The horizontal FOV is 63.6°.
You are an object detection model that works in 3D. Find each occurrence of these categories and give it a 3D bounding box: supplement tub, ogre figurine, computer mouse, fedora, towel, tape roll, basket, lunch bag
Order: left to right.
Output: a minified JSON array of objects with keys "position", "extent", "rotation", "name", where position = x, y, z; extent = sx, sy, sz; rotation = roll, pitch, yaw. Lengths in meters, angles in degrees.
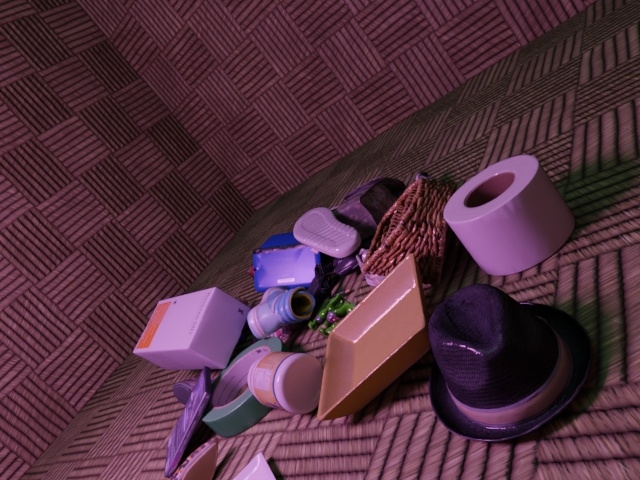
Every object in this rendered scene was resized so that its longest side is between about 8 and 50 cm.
[{"position":[-0.216,0.430,1.544],"extent":[0.321,0.077,0.321],"rotation":[-36,17,13],"name":"tape roll"},{"position":[-0.164,0.330,1.796],"extent":[0.197,0.029,0.144],"rotation":[-38,16,-3],"name":"towel"},{"position":[-0.090,0.359,1.322],"extent":[0.144,0.144,0.199],"rotation":[-49,18,-29],"name":"supplement tub"},{"position":[0.051,0.222,1.471],"extent":[0.118,0.096,0.197],"rotation":[-57,9,-17],"name":"ogre figurine"},{"position":[0.095,0.091,1.714],"extent":[0.261,0.060,0.184],"rotation":[-21,40,12],"name":"computer mouse"},{"position":[0.181,-0.126,2.001],"extent":[0.235,0.169,0.287],"rotation":[-28,12,47],"name":"lunch bag"},{"position":[0.243,-0.050,1.408],"extent":[0.222,0.214,0.299],"rotation":[9,37,18],"name":"basket"},{"position":[0.292,0.183,0.914],"extent":[0.334,0.152,0.334],"rotation":[-37,16,12],"name":"fedora"},{"position":[0.438,-0.059,1.211],"extent":[0.246,0.169,0.246],"rotation":[-36,15,12],"name":"tape roll"}]

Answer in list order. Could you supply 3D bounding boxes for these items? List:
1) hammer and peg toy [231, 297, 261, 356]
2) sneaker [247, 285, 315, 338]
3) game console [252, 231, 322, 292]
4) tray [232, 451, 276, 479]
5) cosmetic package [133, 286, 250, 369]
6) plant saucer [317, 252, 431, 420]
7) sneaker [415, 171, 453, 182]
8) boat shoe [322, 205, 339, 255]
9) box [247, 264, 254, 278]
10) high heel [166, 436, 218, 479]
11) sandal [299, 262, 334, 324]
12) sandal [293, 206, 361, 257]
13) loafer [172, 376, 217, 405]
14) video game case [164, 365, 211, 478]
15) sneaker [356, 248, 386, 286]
[{"position":[-0.369,0.327,2.076],"extent":[0.265,0.127,0.361],"rotation":[-26,21,40],"name":"hammer and peg toy"},{"position":[-0.095,0.208,1.714],"extent":[0.208,0.127,0.319],"rotation":[-25,10,17],"name":"sneaker"},{"position":[-0.100,0.072,2.036],"extent":[0.292,0.250,0.173],"rotation":[-8,-11,24],"name":"game console"},{"position":[-0.139,0.564,1.084],"extent":[0.145,0.030,0.270],"rotation":[-43,16,-12],"name":"tray"},{"position":[-0.468,0.325,1.838],"extent":[0.453,0.161,0.230],"rotation":[-17,44,47],"name":"cosmetic package"},{"position":[0.138,0.227,1.190],"extent":[0.333,0.081,0.333],"rotation":[-48,13,22],"name":"plant saucer"},{"position":[0.407,-0.186,1.813],"extent":[0.132,0.086,0.229],"rotation":[-26,31,28],"name":"sneaker"},{"position":[-0.003,-0.003,2.148],"extent":[0.340,0.127,0.113],"rotation":[-40,17,4],"name":"boat shoe"},{"position":[-0.205,0.145,2.210],"extent":[0.128,0.123,0.257],"rotation":[-43,16,-14],"name":"box"},{"position":[-0.375,0.619,1.346],"extent":[0.186,0.093,0.261],"rotation":[-7,44,52],"name":"high heel"},{"position":[-0.011,0.189,1.800],"extent":[0.097,0.054,0.255],"rotation":[-30,27,54],"name":"sandal"},{"position":[0.018,-0.008,1.838],"extent":[0.169,0.102,0.416],"rotation":[-34,27,-8],"name":"sandal"},{"position":[-0.403,0.512,1.763],"extent":[0.267,0.096,0.084],"rotation":[-14,9,44],"name":"loafer"},{"position":[-0.398,0.540,1.559],"extent":[0.274,0.026,0.196],"rotation":[-63,16,2],"name":"video game case"},{"position":[0.176,0.083,1.509],"extent":[0.099,0.121,0.262],"rotation":[-43,17,-15],"name":"sneaker"}]
